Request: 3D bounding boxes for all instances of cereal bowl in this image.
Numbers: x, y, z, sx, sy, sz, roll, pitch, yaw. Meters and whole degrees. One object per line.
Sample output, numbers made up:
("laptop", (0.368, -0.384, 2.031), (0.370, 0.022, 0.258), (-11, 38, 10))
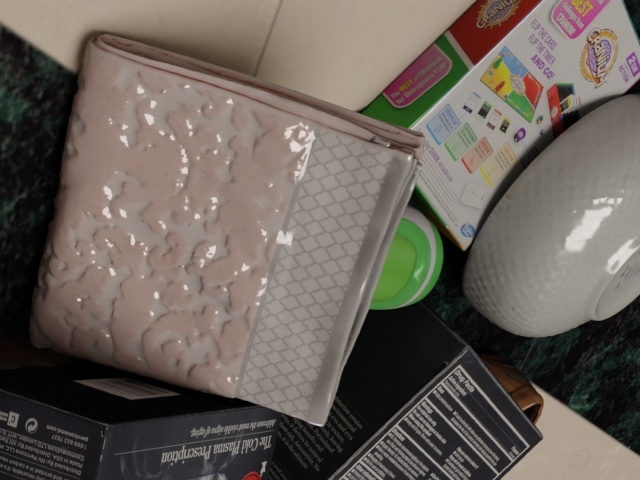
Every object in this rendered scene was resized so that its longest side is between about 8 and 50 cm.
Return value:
("cereal bowl", (0.339, -0.006, 1.681), (0.339, 0.141, 0.339), (-35, 152, -21))

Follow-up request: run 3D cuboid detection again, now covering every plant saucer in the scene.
("plant saucer", (-0.318, 0.173, 1.394), (0.168, 0.029, 0.168), (-23, 136, -24))

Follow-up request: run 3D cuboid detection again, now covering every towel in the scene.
("towel", (-0.098, 0.003, 1.281), (0.317, 0.053, 0.332), (17, 118, -2))

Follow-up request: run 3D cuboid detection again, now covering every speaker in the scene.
("speaker", (0.000, 0.000, 1.451), (0.296, 0.131, 0.131), (13, 114, -47))

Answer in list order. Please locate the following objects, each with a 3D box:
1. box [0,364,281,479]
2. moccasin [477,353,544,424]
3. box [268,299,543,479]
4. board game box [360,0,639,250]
("box", (-0.212, 0.293, 1.323), (0.343, 0.179, 0.313), (6, 97, -65))
("moccasin", (0.184, 0.343, 1.897), (0.139, 0.147, 0.380), (20, 109, -49))
("box", (0.076, 0.237, 1.679), (0.294, 0.183, 0.296), (-43, 141, -1))
("board game box", (0.215, -0.167, 1.546), (0.316, 0.064, 0.242), (-44, 142, -2))
